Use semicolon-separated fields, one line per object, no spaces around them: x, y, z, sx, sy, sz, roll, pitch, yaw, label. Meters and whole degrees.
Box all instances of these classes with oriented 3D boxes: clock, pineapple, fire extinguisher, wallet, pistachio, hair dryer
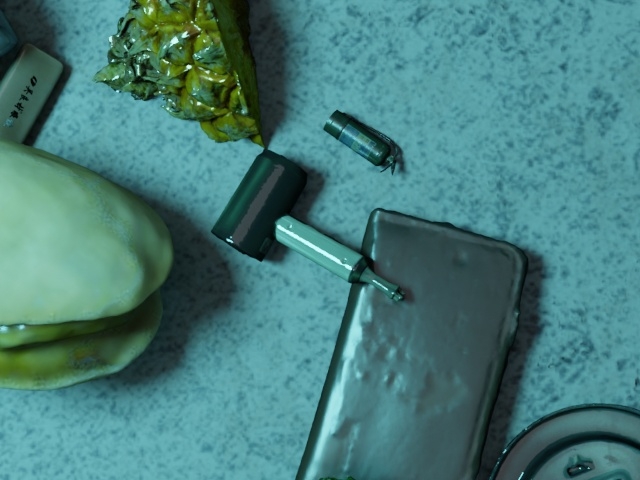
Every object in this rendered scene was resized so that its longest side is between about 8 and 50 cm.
0.254;0.255;0.964;0.215;0.042;0.215;-1;83;5;clock
-0.156;-0.207;1.013;0.164;0.140;0.250;-8;86;6;pineapple
0.045;-0.097;1.035;0.083;0.025;0.038;36;64;8;fire extinguisher
0.085;0.133;0.994;0.165;0.042;0.310;15;83;9;wallet
-0.296;0.015;0.957;0.321;0.229;0.238;17;50;0;pistachio
0.000;0.000;1.000;0.197;0.057;0.100;31;87;16;hair dryer

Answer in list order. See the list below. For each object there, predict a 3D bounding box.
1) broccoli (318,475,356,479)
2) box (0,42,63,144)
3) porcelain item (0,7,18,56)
-0.005;0.347;0.905;0.269;0.269;0.254;2;59;5;broccoli
-0.303;-0.138;1.060;0.048;0.025;0.115;32;84;-32;box
-0.508;-0.154;1.013;0.405;0.178;0.242;-32;82;2;porcelain item
